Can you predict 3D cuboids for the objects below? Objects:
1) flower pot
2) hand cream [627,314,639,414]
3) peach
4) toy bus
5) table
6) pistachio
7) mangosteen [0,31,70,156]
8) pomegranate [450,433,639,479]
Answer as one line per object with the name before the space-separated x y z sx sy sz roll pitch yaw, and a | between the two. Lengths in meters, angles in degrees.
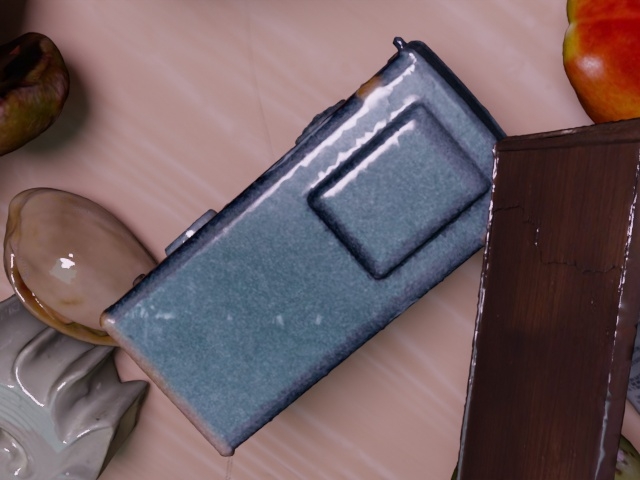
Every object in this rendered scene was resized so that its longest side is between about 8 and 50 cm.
flower pot | -0.342 0.236 0.861 0.254 0.164 0.367 22 109 2
hand cream | 0.301 0.105 0.719 0.124 0.077 0.340 -39 101 21
peach | 0.270 -0.143 0.583 0.193 0.190 0.190 -1 106 31
toy bus | 0.000 0.000 0.671 0.323 0.194 0.162 -40 95 9
table | 0.233 0.090 0.497 0.251 0.196 0.281 7 93 -12
pistachio | -0.218 0.027 0.800 0.185 0.124 0.124 41 112 -17
mangosteen | -0.409 -0.179 0.657 0.382 0.382 0.435 -24 106 19
pomegranate | 0.224 0.235 0.707 0.248 0.214 0.214 -8 105 -11
